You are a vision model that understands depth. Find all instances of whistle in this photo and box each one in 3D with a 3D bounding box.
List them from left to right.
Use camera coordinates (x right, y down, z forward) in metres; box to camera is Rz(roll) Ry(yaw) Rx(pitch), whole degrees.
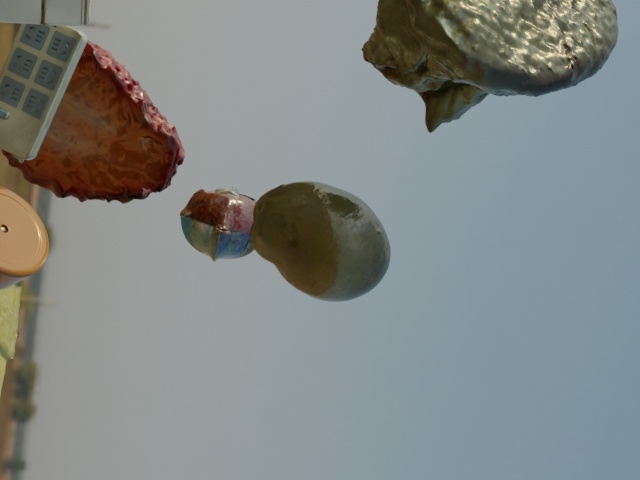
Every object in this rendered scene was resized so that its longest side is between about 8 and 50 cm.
[{"bbox_3d":[-0.175,-0.043,2.673,0.346,0.142,0.133,-108,-170,-79],"label":"whistle"}]

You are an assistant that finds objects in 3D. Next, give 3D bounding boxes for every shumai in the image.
[{"bbox_3d":[0.223,-0.316,2.250,0.323,0.397,0.324,-36,-101,49],"label":"shumai"}]

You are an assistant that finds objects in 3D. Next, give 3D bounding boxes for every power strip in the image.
[{"bbox_3d":[-0.360,-0.194,1.860,0.192,0.081,0.035,-65,173,6],"label":"power strip"}]

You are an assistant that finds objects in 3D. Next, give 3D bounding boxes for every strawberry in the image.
[{"bbox_3d":[-0.359,-0.191,2.401,0.265,0.336,0.149,-67,167,22],"label":"strawberry"}]

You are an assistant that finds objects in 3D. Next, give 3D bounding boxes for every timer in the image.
[{"bbox_3d":[-0.434,0.022,1.855,0.152,0.132,0.132,-37,-141,34],"label":"timer"}]

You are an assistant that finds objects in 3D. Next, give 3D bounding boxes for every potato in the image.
[{"bbox_3d":[0.000,0.000,2.348,0.177,0.235,0.160,-64,-174,5],"label":"potato"}]

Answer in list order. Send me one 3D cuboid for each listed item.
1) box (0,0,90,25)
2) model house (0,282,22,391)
[{"bbox_3d":[-0.332,-0.276,1.510,0.029,0.198,0.109,-126,-141,-66],"label":"box"},{"bbox_3d":[-0.586,0.102,2.049,0.266,0.261,0.321,63,21,-47],"label":"model house"}]
